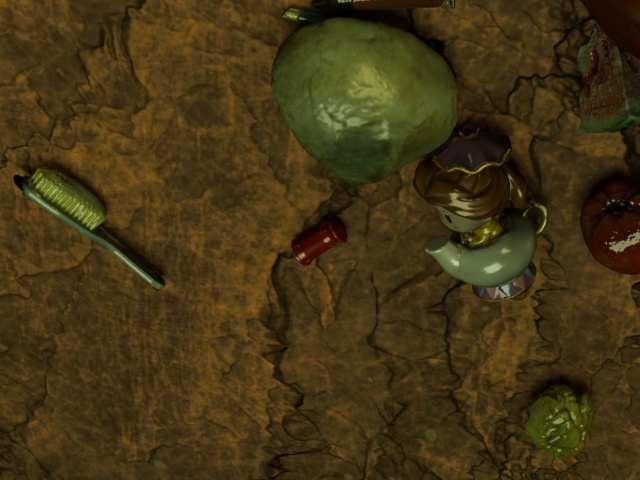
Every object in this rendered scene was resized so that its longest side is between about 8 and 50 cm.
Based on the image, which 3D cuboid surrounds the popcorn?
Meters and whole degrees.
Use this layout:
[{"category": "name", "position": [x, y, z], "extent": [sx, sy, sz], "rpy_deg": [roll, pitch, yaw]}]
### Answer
[{"category": "popcorn", "position": [0.390, 0.294, 2.123], "extent": [0.106, 0.116, 0.121], "rpy_deg": [20, 143, 53]}]

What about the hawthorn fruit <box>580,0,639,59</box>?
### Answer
[{"category": "hawthorn fruit", "position": [0.457, -0.342, 1.424], "extent": [0.402, 0.403, 0.403], "rpy_deg": [4, 128, 5]}]

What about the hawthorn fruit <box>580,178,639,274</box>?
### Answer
[{"category": "hawthorn fruit", "position": [0.444, -0.016, 1.860], "extent": [0.132, 0.133, 0.138], "rpy_deg": [-17, 139, 20]}]

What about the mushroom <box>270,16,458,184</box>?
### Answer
[{"category": "mushroom", "position": [0.071, -0.173, 1.733], "extent": [0.189, 0.164, 0.267], "rpy_deg": [-23, 135, 31]}]

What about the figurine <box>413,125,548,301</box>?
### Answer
[{"category": "figurine", "position": [0.228, -0.043, 1.860], "extent": [0.189, 0.142, 0.263], "rpy_deg": [-31, 122, -9]}]

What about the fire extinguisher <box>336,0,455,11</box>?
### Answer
[{"category": "fire extinguisher", "position": [0.109, -0.333, 1.707], "extent": [0.177, 0.050, 0.062], "rpy_deg": [-2, 89, 8]}]

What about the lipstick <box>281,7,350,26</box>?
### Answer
[{"category": "lipstick", "position": [0.004, -0.296, 1.759], "extent": [0.116, 0.037, 0.037], "rpy_deg": [19, 128, 0]}]

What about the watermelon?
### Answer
[{"category": "watermelon", "position": [0.385, -0.206, 1.731], "extent": [0.097, 0.121, 0.158], "rpy_deg": [-13, 124, 44]}]

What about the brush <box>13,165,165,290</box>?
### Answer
[{"category": "brush", "position": [-0.341, -0.027, 2.004], "extent": [0.297, 0.068, 0.060], "rpy_deg": [40, 101, -26]}]

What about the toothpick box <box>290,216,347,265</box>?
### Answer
[{"category": "toothpick box", "position": [0.000, 0.000, 1.978], "extent": [0.083, 0.047, 0.047], "rpy_deg": [-31, 118, 26]}]
